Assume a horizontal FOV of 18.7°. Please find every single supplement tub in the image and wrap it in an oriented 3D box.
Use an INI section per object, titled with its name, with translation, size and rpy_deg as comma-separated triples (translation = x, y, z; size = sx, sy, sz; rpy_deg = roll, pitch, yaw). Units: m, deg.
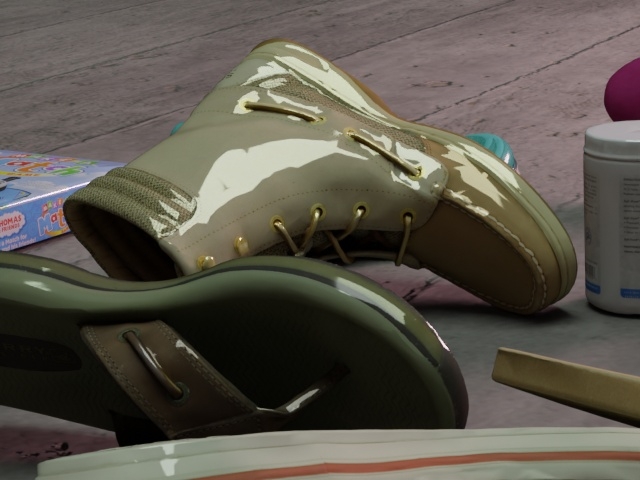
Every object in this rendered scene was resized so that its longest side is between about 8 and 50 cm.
[supplement tub]
translation = 0.193, -0.014, 1.166
size = 0.071, 0.107, 0.071
rpy_deg = -2, 14, 0

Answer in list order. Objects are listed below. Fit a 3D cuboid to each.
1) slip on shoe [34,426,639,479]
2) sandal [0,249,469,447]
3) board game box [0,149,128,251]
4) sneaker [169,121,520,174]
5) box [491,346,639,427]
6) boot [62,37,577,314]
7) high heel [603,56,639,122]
[slip on shoe]
translation = 0.044, 0.119, 0.698
size = 0.331, 0.101, 0.123
rpy_deg = 3, -11, -42
[sandal]
translation = -0.075, 0.073, 0.906
size = 0.302, 0.120, 0.086
rpy_deg = 2, 42, 22
[board game box]
translation = -0.256, -0.026, 1.422
size = 0.160, 0.039, 0.211
rpy_deg = 7, 16, 34
[sneaker]
translation = 0.019, -0.047, 1.319
size = 0.275, 0.110, 0.107
rpy_deg = -9, 15, -29
[box]
translation = 0.197, 0.084, 0.815
size = 0.201, 0.021, 0.164
rpy_deg = 13, -5, 44
[boot]
translation = 0.000, 0.000, 1.154
size = 0.262, 0.095, 0.203
rpy_deg = 35, 51, 19
[high heel]
translation = 0.387, -0.103, 1.367
size = 0.377, 0.127, 0.181
rpy_deg = 4, -10, 11
